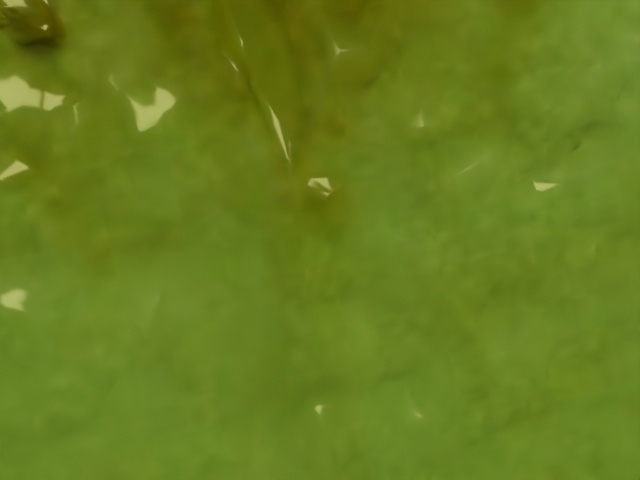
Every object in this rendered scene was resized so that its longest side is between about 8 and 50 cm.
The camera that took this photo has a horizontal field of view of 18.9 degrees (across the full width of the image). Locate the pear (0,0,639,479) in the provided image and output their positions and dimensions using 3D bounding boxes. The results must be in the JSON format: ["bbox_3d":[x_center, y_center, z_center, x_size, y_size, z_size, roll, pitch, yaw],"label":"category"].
[{"bbox_3d":[-0.004,0.001,0.441,0.288,0.139,0.239,-16,95,-16],"label":"pear"}]
